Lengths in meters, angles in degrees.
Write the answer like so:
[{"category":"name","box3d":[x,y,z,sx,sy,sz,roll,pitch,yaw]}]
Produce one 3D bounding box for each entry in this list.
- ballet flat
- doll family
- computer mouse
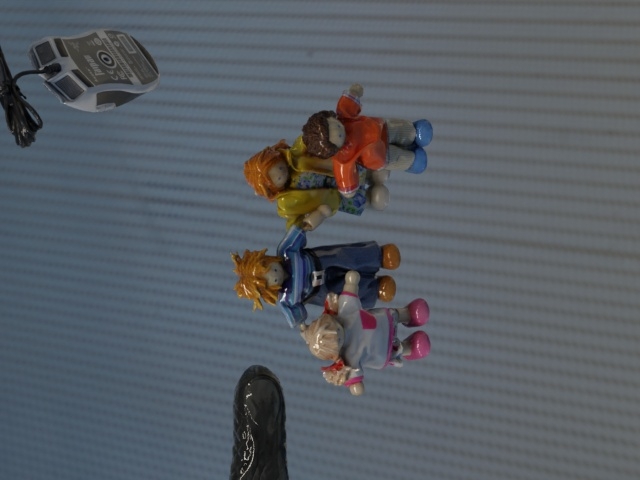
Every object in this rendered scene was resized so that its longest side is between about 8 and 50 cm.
[{"category":"ballet flat","box3d":[-0.056,0.198,1.490,0.057,0.049,0.173,4,102,-5]},{"category":"doll family","box3d":[0.000,0.000,1.391,0.118,0.163,0.263,-3,86,45]},{"category":"computer mouse","box3d":[-0.201,-0.127,1.293,0.042,0.193,0.106,-45,74,30]}]
